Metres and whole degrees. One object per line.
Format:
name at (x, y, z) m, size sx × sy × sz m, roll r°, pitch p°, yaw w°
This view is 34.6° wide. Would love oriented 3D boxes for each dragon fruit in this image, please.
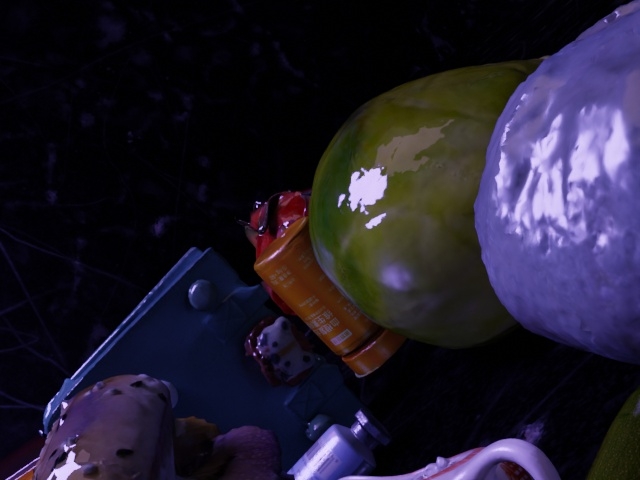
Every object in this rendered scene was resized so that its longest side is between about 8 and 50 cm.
dragon fruit at (0.000, 0.000, 1.495) m, size 0.234 × 0.233 × 0.293 m, roll -45°, pitch 46°, yaw -12°

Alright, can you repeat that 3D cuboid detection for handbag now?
handbag at (-0.121, 0.183, 1.072) m, size 0.274 × 0.268 × 0.100 m, roll -44°, pitch 10°, yaw -10°

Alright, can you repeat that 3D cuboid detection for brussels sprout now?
brussels sprout at (0.147, -0.036, 1.012) m, size 0.344 × 0.268 × 0.344 m, roll -21°, pitch 4°, yaw 1°

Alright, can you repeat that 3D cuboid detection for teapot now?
teapot at (0.071, 0.184, 0.654) m, size 0.159 × 0.116 × 0.245 m, roll -1°, pitch -26°, yaw -39°

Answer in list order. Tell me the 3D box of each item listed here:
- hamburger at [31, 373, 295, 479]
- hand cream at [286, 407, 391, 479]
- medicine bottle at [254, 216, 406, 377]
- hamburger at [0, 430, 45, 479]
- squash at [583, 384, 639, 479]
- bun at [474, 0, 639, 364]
hamburger at (-0.124, 0.271, 0.659) m, size 0.277 × 0.195 × 0.318 m, roll -89°, pitch 17°, yaw -66°
hand cream at (-0.040, 0.272, 0.993) m, size 0.271 × 0.058 × 0.091 m, roll -46°, pitch 26°, yaw 2°
medicine bottle at (0.014, 0.068, 1.263) m, size 0.096 × 0.192 × 0.096 m, roll -41°, pitch 9°, yaw 8°
hamburger at (-0.336, 0.376, 1.272) m, size 0.291 × 0.225 × 0.291 m, roll -35°, pitch 9°, yaw 6°
squash at (0.170, 0.151, 0.557) m, size 0.069 × 0.069 × 0.258 m, roll -33°, pitch 13°, yaw 51°
bun at (0.253, -0.065, 0.645) m, size 0.362 × 0.211 × 0.362 m, roll -33°, pitch 0°, yaw 0°
